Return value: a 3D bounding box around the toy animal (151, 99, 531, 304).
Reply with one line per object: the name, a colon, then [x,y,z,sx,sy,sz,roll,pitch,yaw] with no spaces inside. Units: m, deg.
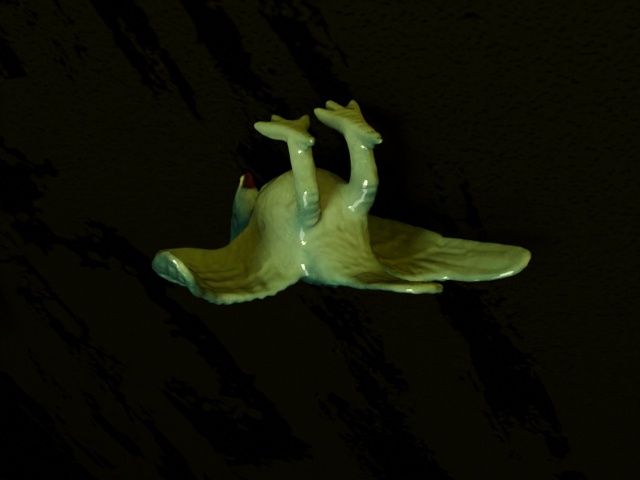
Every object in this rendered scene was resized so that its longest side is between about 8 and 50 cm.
toy animal: [0.000,0.000,0.672,0.239,0.255,0.176,-7,124,-22]
